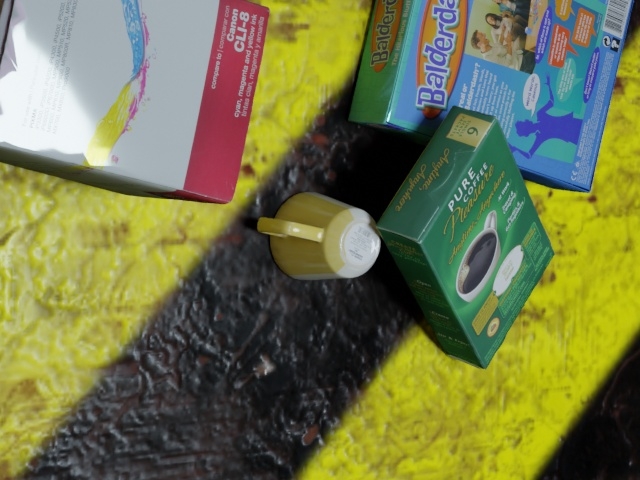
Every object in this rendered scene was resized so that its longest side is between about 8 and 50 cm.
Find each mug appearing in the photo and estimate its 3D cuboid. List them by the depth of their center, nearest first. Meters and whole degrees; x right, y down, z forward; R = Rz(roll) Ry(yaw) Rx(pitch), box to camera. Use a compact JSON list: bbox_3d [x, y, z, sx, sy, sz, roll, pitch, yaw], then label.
[{"bbox_3d":[0.002,0.002,1.301,0.078,0.064,0.062,-25,110,-32],"label":"mug"}]

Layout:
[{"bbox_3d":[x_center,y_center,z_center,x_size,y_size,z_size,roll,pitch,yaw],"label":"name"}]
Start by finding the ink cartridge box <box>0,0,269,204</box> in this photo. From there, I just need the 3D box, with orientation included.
[{"bbox_3d":[-0.146,-0.102,1.139,0.176,0.128,0.127,13,87,-37],"label":"ink cartridge box"}]

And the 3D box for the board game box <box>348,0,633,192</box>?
[{"bbox_3d":[0.129,-0.136,1.390,0.210,0.047,0.160,17,86,-37],"label":"board game box"}]

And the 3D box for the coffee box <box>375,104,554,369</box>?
[{"bbox_3d":[0.107,0.000,1.353,0.113,0.040,0.184,-57,147,-18],"label":"coffee box"}]
